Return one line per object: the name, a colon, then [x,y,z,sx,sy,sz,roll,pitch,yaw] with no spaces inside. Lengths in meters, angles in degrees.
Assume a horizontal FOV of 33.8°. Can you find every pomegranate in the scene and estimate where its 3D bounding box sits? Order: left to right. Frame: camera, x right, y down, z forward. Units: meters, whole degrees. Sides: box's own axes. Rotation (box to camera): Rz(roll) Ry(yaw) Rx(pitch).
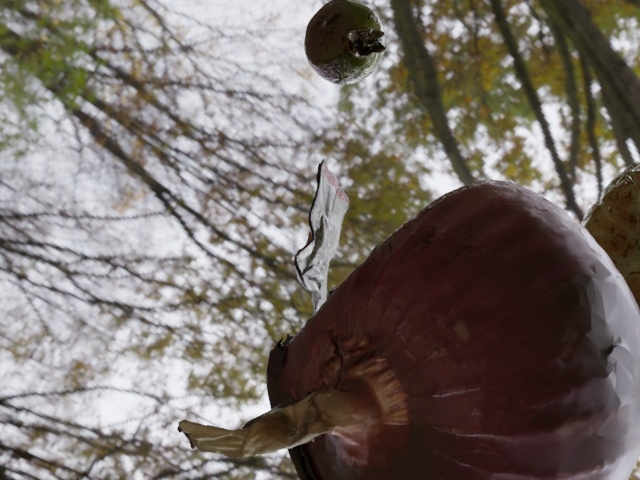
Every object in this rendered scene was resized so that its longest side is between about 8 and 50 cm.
pomegranate: [0.041,-0.289,1.583,0.129,0.129,0.159,-43,-147,17]

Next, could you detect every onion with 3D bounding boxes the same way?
onion: [0.112,0.096,0.731,0.230,0.256,0.272,-25,-158,45]

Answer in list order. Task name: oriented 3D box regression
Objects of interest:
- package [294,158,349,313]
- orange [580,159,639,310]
package: [0.000,0.000,1.718,0.040,0.166,0.232,2,-115,17]
orange: [0.452,0.046,1.299,0.329,0.249,0.329,-23,-124,40]
